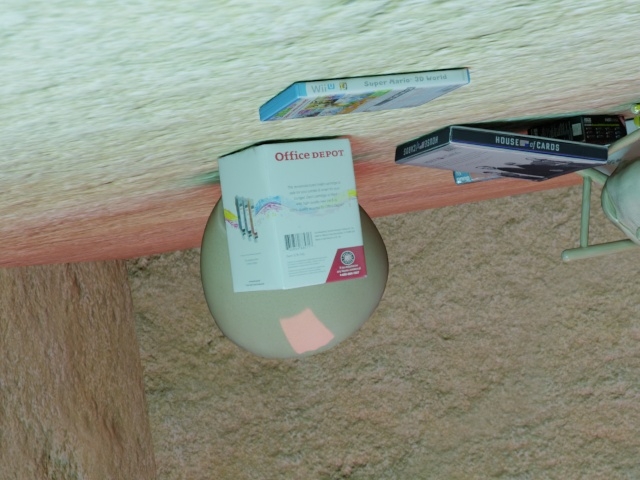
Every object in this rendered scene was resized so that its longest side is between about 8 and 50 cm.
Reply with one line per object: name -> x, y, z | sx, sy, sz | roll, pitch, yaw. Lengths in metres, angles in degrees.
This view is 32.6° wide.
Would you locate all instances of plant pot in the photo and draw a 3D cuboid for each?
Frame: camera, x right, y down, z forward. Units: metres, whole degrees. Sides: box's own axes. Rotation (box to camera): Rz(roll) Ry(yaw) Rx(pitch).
plant pot -> -0.057, 0.003, 1.589 | 0.284, 0.284, 0.191 | -9, 144, 10

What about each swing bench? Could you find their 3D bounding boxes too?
swing bench -> 0.503, -0.045, 1.510 | 0.254, 0.165, 0.253 | 8, 169, -10

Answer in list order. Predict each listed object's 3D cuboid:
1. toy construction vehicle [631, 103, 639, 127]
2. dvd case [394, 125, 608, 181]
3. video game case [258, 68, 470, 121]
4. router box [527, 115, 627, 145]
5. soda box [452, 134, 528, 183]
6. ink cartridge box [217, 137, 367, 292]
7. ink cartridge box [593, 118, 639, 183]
toy construction vehicle -> 0.472, -0.172, 1.477 | 0.098, 0.035, 0.086 | -9, 178, 17
dvd case -> 0.246, -0.118, 1.516 | 0.238, 0.030, 0.179 | 6, 173, -20
video game case -> 0.038, -0.133, 1.009 | 0.166, 0.015, 0.119 | -8, 179, -19
router box -> 0.371, -0.153, 1.575 | 0.122, 0.038, 0.092 | -6, 177, -45
soda box -> 0.294, -0.128, 1.690 | 0.183, 0.058, 0.063 | -9, 178, 8
ink cartridge box -> -0.037, -0.031, 1.357 | 0.128, 0.176, 0.127 | -6, 180, -33
ink cartridge box -> 0.502, -0.143, 1.740 | 0.148, 0.086, 0.203 | -9, 177, 14
